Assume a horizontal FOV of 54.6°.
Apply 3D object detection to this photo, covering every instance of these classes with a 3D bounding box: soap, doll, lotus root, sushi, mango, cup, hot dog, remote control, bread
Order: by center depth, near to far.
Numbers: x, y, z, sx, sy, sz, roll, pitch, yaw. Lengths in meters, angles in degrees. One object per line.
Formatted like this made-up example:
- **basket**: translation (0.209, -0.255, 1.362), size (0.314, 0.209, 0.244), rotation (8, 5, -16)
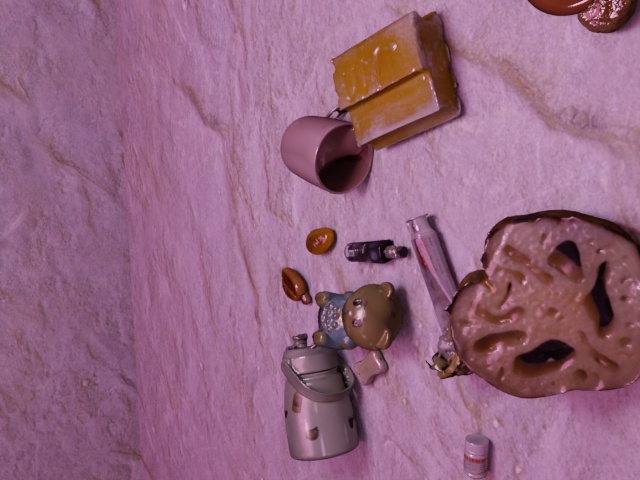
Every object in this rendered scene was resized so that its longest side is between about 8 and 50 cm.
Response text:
- **bread**: translation (0.518, -0.420, 1.098), size (0.082, 0.060, 0.113), rotation (46, 139, 17)
- **lotus root**: translation (0.441, 0.131, 1.180), size (0.375, 0.111, 0.390), rotation (43, 108, 15)
- **sushi**: translation (0.364, 0.208, 1.380), size (0.291, 0.139, 0.131), rotation (-59, 46, 27)
- **soap**: translation (0.179, -0.375, 1.494), size (0.281, 0.143, 0.259), rotation (-19, 84, 47)
- **doll**: translation (0.107, 0.211, 1.670), size (0.261, 0.162, 0.176), rotation (-21, 59, 54)
- **cup**: translation (0.022, -0.270, 1.692), size (0.200, 0.192, 0.252), rotation (29, 90, 49)
- **remote control**: translation (0.141, 0.360, 1.759), size (0.122, 0.032, 0.074), rotation (-50, 58, 45)
- **mango**: translation (0.000, 0.000, 1.857), size (0.114, 0.057, 0.078), rotation (-33, 66, 41)
- **hot dog**: translation (-0.079, 0.147, 1.986), size (0.140, 0.060, 0.089), rotation (51, 137, 43)

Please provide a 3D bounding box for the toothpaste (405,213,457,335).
- **toothpaste**: translation (0.286, 0.095, 1.502), size (0.100, 0.066, 0.323), rotation (-24, 82, 50)

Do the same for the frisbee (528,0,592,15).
- **frisbee**: translation (0.475, -0.555, 1.168), size (0.251, 0.021, 0.250), rotation (11, 104, 50)

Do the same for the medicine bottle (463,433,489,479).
- **medicine bottle**: translation (0.370, 0.513, 1.474), size (0.057, 0.057, 0.089), rotation (15, 108, 50)

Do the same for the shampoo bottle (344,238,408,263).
- **shampoo bottle**: translation (0.149, 0.031, 1.662), size (0.208, 0.064, 0.057), rotation (-3, 103, 52)

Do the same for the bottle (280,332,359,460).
- **bottle**: translation (-0.007, 0.450, 1.835), size (0.229, 0.229, 0.351), rotation (-15, 82, 52)
